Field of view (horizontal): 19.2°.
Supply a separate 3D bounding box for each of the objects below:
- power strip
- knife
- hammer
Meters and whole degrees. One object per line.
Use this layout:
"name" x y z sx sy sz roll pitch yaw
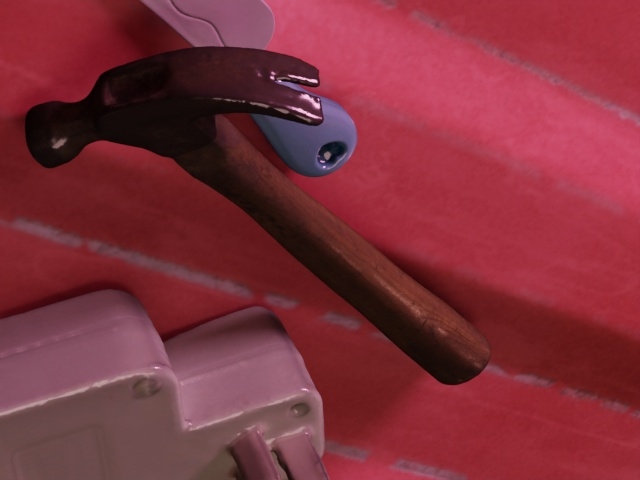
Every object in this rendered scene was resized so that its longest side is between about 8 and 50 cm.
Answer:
"power strip" -0.123 0.151 1.244 0.261 0.141 0.229 -17 136 -14
"knife" -0.050 -0.117 1.126 0.058 0.032 0.244 -36 134 8
"hammer" 0.000 0.000 1.223 0.168 0.044 0.440 -15 150 24
